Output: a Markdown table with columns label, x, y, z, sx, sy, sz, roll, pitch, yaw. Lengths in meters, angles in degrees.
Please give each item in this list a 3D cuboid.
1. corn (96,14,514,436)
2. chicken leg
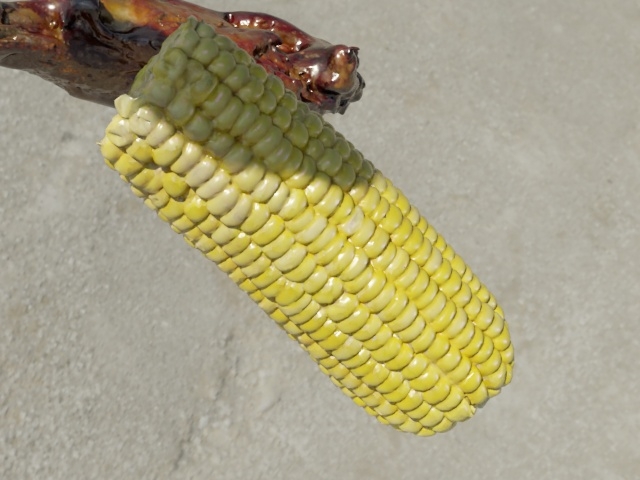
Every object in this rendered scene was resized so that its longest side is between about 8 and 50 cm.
| label | x | y | z | sx | sy | sz | roll | pitch | yaw |
| --- | --- | --- | --- | --- | --- | --- | --- | --- | --- |
| corn | 0.000 | 0.000 | 0.446 | 0.244 | 0.093 | 0.093 | 46 | 28 | -22 |
| chicken leg | -0.141 | -0.135 | 0.668 | 0.407 | 0.096 | 0.158 | 0 | 21 | -40 |
